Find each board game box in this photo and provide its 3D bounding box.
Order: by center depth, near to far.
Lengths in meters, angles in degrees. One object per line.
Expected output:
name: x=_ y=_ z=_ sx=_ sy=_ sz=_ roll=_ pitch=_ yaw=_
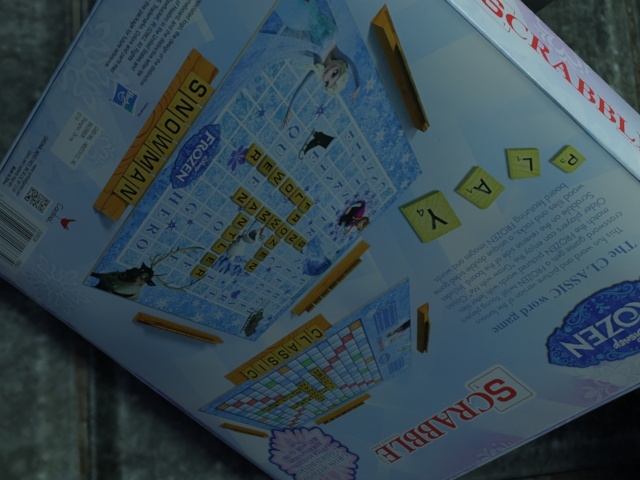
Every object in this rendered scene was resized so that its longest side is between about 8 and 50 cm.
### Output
board game box: x=0.000 y=0.000 z=0.432 sx=0.318 sy=0.319 sz=0.066 roll=40 pitch=39 yaw=-11

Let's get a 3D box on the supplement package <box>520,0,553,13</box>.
supplement package: x=0.104 y=-0.251 z=0.534 sx=0.198 sy=0.263 sz=0.199 roll=-41 pitch=97 yaw=-22
